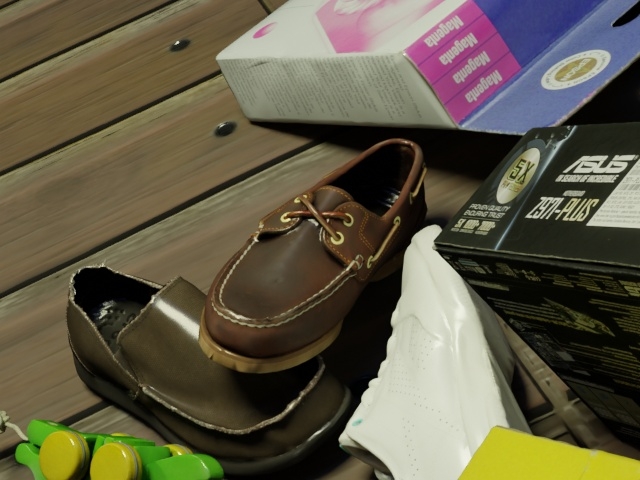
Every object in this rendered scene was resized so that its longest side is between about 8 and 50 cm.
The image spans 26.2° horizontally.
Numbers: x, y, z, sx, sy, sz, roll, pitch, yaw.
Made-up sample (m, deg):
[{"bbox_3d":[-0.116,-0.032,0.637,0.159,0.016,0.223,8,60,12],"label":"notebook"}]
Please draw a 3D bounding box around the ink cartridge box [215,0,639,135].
[{"bbox_3d":[0.132,-0.192,0.949,0.324,0.071,0.330,-40,25,-24],"label":"ink cartridge box"}]

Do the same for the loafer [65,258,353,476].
[{"bbox_3d":[-0.078,0.066,0.774,0.220,0.078,0.080,13,49,41],"label":"loafer"}]

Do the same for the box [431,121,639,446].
[{"bbox_3d":[0.154,0.027,0.575,0.077,0.147,0.180,-49,17,-12],"label":"box"}]

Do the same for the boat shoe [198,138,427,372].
[{"bbox_3d":[0.000,0.000,0.764,0.073,0.073,0.207,23,32,16],"label":"boat shoe"}]

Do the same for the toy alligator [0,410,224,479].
[{"bbox_3d":[-0.131,0.129,0.751,0.189,0.056,0.051,5,84,35],"label":"toy alligator"}]

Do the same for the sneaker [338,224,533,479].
[{"bbox_3d":[0.051,0.075,0.699,0.094,0.080,0.212,-28,35,15],"label":"sneaker"}]

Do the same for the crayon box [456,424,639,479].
[{"bbox_3d":[0.154,0.191,0.475,0.318,0.081,0.202,12,48,39],"label":"crayon box"}]
